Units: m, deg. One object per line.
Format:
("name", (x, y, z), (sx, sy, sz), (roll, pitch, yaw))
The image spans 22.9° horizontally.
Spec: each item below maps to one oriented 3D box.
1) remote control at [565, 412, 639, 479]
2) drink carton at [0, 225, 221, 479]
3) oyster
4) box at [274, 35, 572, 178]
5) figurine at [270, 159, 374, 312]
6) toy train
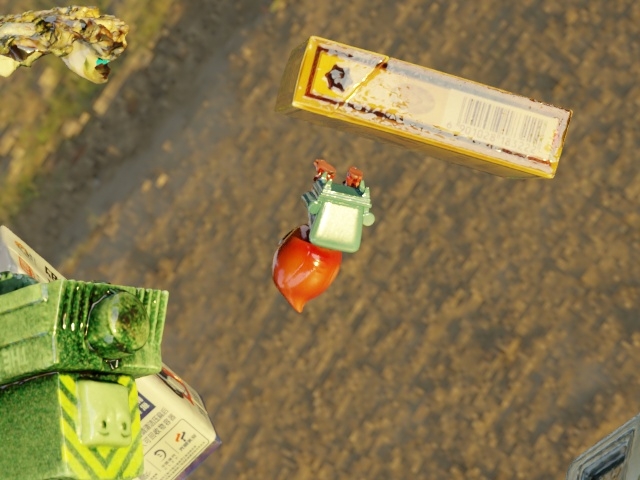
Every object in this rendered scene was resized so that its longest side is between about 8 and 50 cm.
("remote control", (0.227, 0.111, 0.874), (0.293, 0.051, 0.103), (-44, 17, 45))
("drink carton", (-0.253, 0.130, 1.669), (0.106, 0.315, 0.130), (-44, 24, 2))
("oyster", (-0.311, -0.227, 1.805), (0.198, 0.260, 0.092), (0, 93, 16))
("box", (0.109, -0.145, 1.784), (0.193, 0.302, 0.084), (-171, 96, -82))
("figurine", (0.000, 0.000, 1.491), (0.075, 0.068, 0.140), (-116, 45, -62))
("toy train", (-0.256, 0.132, 1.223), (0.330, 0.138, 0.178), (-17, 73, 35))
